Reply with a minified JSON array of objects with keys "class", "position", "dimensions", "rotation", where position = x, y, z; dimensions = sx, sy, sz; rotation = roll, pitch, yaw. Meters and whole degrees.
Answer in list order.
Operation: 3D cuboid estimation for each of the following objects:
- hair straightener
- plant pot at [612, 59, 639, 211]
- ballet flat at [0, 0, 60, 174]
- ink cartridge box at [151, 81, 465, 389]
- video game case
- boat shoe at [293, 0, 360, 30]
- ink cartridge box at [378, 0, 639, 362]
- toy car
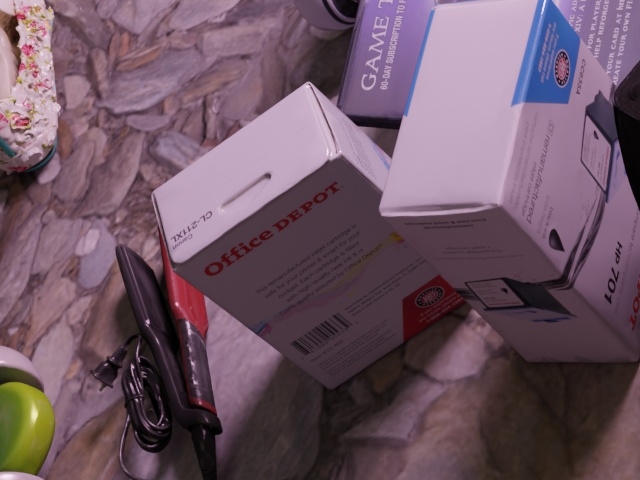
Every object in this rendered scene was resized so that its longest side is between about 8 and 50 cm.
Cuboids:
[{"class":"hair straightener","position":[-0.111,0.091,1.317],"dimensions":[0.089,0.047,0.230],"rotation":[-31,51,18]},{"class":"plant pot","position":[0.267,-0.056,1.022],"dimensions":[0.188,0.167,0.187],"rotation":[-51,43,0]},{"class":"ballet flat","position":[-0.265,-0.156,1.577],"dimensions":[0.091,0.077,0.241],"rotation":[-36,45,15]},{"class":"ink cartridge box","position":[0.000,0.000,1.188],"dimensions":[0.127,0.175,0.072],"rotation":[-34,46,15]},{"class":"video game case","position":[0.151,-0.159,1.227],"dimensions":[0.274,0.026,0.196],"rotation":[6,77,31]},{"class":"boat shoe","position":[0.086,-0.275,1.367],"dimensions":[0.102,0.108,0.301],"rotation":[15,64,45]},{"class":"ink cartridge box","position":[0.124,-0.030,1.099],"dimensions":[0.082,0.191,0.139],"rotation":[-3,60,36]},{"class":"toy car","position":[-0.275,0.150,1.331],"dimensions":[0.182,0.136,0.159],"rotation":[-30,47,19]}]
